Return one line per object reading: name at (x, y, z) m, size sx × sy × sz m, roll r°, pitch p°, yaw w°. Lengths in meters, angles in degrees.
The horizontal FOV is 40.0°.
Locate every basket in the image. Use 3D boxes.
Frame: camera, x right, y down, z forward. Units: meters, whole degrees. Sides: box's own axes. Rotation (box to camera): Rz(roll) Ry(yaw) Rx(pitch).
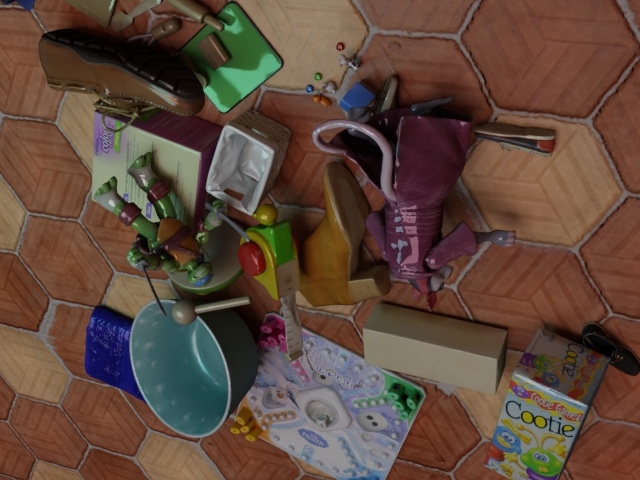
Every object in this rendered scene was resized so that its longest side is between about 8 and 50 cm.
basket at (-0.135, -0.154, 1.689) m, size 0.113 × 0.103 × 0.167 m, roll 29°, pitch 129°, yaw 7°

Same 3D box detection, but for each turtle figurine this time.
turtle figurine at (-0.278, -0.034, 1.634) m, size 0.198 × 0.274 × 0.266 m, roll -41°, pitch 93°, yaw 4°

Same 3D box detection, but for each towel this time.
towel at (-0.437, 0.308, 2.149) m, size 0.308 × 0.076 × 0.227 m, roll 20°, pitch 127°, yaw 14°

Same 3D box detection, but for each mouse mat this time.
mouse mat at (-0.174, -0.340, 1.654) m, size 0.190 × 0.007 × 0.152 m, roll -31°, pitch 102°, yaw 38°

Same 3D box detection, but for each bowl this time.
bowl at (-0.257, 0.256, 1.933) m, size 0.312 × 0.163 × 0.311 m, roll 13°, pitch 111°, yaw 36°

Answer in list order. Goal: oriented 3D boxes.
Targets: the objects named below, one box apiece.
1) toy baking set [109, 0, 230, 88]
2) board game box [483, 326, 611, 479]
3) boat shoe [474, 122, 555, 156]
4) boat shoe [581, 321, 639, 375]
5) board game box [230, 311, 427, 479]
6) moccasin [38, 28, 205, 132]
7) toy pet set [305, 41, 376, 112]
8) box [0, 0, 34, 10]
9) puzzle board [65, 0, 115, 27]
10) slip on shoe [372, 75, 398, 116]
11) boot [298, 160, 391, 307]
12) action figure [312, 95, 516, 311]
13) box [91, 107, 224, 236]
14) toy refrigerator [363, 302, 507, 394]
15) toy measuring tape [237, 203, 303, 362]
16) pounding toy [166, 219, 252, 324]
toy baking set at (-0.290, -0.385, 1.661) m, size 0.256 × 0.030 × 0.196 m, roll 37°, pitch 129°, yaw 5°
board game box at (0.424, 0.327, 1.661) m, size 0.142 × 0.144 × 0.275 m, roll 24°, pitch 133°, yaw 21°
boat shoe at (0.326, -0.169, 1.485) m, size 0.137 × 0.049 × 0.043 m, roll 9°, pitch 125°, yaw 16°
boat shoe at (0.535, 0.208, 1.619) m, size 0.133 × 0.042 × 0.049 m, roll 41°, pitch 126°, yaw -4°
board game box at (0.001, 0.392, 1.997) m, size 0.390 × 0.050 × 0.390 m, roll 26°, pitch 128°, yaw 11°
moccasin at (-0.380, -0.292, 1.659) m, size 0.380 × 0.139 × 0.146 m, roll 16°, pitch 119°, yaw 22°
toy pet set at (0.033, -0.265, 1.558) m, size 0.114 × 0.065 × 0.122 m, roll 39°, pitch 129°, yaw 0°
box at (-0.649, -0.566, 1.733) m, size 0.225 × 0.036 × 0.136 m, roll 39°, pitch 129°, yaw -2°
puzzle board at (-0.450, -0.484, 1.696) m, size 0.128 × 0.011 × 0.096 m, roll 34°, pitch 127°, yaw 6°
slip on shoe at (0.119, -0.227, 1.556) m, size 0.041 × 0.051 × 0.135 m, roll 6°, pitch 122°, yaw -16°
boot at (0.001, 0.000, 1.722) m, size 0.211 × 0.104 × 0.295 m, roll -9°, pitch 109°, yaw 39°
action figure at (0.165, -0.049, 1.485) m, size 0.248 × 0.276 × 0.370 m, roll 3°, pitch 107°, yaw 34°
box at (-0.327, -0.152, 1.778) m, size 0.243 × 0.117 × 0.213 m, roll 21°, pitch 127°, yaw 13°
toy refrigerator at (0.228, 0.210, 1.745) m, size 0.270 × 0.094 × 0.102 m, roll 11°, pitch 131°, yaw 21°
toy measuring tape at (-0.096, 0.078, 1.733) m, size 0.121 × 0.121 × 0.330 m, roll 5°, pitch 116°, yaw 24°
pounding toy at (-0.219, 0.075, 1.824) m, size 0.183 × 0.236 × 0.110 m, roll -12°, pitch 142°, yaw 5°
